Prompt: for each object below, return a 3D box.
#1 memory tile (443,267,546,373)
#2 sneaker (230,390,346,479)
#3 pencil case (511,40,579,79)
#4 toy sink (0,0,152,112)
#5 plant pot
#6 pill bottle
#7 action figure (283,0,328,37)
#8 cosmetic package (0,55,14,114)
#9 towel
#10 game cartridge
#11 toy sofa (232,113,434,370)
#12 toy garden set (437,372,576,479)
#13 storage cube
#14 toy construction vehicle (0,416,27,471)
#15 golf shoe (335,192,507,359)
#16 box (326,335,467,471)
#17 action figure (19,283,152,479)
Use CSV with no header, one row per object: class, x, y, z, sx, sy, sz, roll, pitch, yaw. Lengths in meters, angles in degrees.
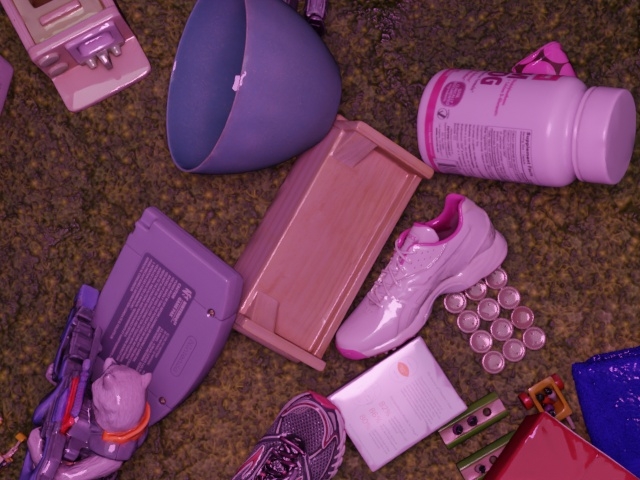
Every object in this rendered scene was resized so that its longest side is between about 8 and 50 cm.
memory tile,0.271,0.123,1.590,0.113,0.012,0.148,-31,84,-3
sneaker,-0.067,0.355,1.483,0.121,0.112,0.299,33,97,19
pencil case,0.371,-0.197,1.588,0.098,0.095,0.209,-27,82,23
toy sink,-0.386,-0.340,1.582,0.153,0.131,0.234,-28,85,-2
plant pot,-0.085,-0.226,1.521,0.196,0.290,0.290,10,83,-28
pill bottle,0.298,-0.163,1.489,0.283,0.160,0.160,10,83,32
action figure,-0.007,-0.463,1.613,0.185,0.099,0.284,10,80,10
cosmetic package,-0.681,-0.188,1.437,0.328,0.393,0.329,16,83,2
towel,0.513,0.302,1.495,0.228,0.076,0.308,-17,89,20
game cartridge,-0.235,0.122,1.495,0.198,0.062,0.297,36,116,10
toy sofa,0.000,0.000,1.553,0.150,0.177,0.362,31,84,-21
toy garden set,0.321,0.338,1.548,0.204,0.049,0.244,-29,85,-3
storage cube,0.317,0.368,1.420,0.184,0.215,0.193,35,84,10
toy construction vehicle,-0.507,0.316,1.567,0.086,0.035,0.098,36,83,15
golf shoe,0.131,0.050,1.529,0.306,0.115,0.140,-39,122,-9
box,0.112,0.242,1.538,0.171,0.091,0.130,-33,84,-2
action figure,-0.315,0.245,1.442,0.179,0.330,0.341,21,51,-18
